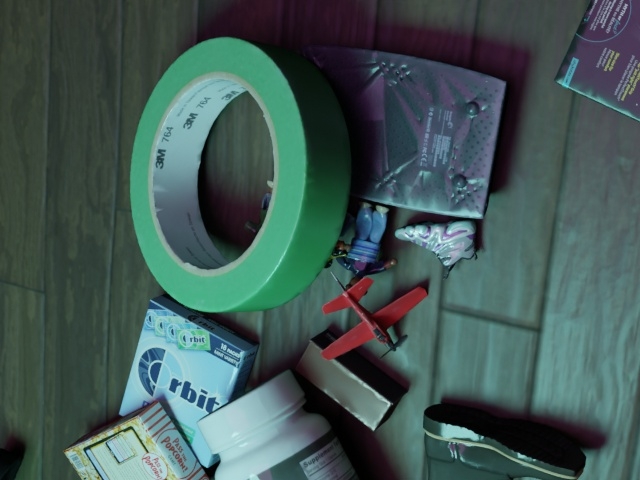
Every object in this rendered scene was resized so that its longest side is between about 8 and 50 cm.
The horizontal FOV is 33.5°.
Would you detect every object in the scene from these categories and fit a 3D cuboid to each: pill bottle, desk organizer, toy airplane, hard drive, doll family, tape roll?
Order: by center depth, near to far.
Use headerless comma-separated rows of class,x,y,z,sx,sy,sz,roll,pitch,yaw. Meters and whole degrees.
hard drive,0.088,-0.130,1.227,0.254,0.054,0.172,14,106,25
toy airplane,0.056,0.088,1.255,0.151,0.151,0.028,-60,30,24
tape roll,-0.104,-0.075,1.262,0.321,0.077,0.321,-3,85,44
doll family,0.000,0.000,1.281,0.193,0.076,0.111,12,86,36
pill bottle,-0.031,0.317,1.319,0.161,0.161,0.283,-31,86,29
desk organizer,0.037,0.173,1.321,0.130,0.047,0.050,37,117,16

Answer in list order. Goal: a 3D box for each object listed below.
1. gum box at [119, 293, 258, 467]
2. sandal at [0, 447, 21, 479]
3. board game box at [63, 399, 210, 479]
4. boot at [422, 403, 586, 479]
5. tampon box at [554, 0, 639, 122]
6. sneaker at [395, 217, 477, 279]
gum box,-0.181,0.189,1.438,0.157,0.041,0.184,27,111,20
sandal,-0.540,0.524,1.632,0.107,0.167,0.446,27,113,1
board game box,-0.253,0.317,1.469,0.193,0.045,0.147,-28,96,40
boot,0.211,0.281,1.248,0.197,0.076,0.137,15,112,38
tampon box,0.339,-0.181,1.060,0.161,0.101,0.120,29,113,18
sneaker,0.136,0.012,1.241,0.098,0.038,0.069,-4,98,28
